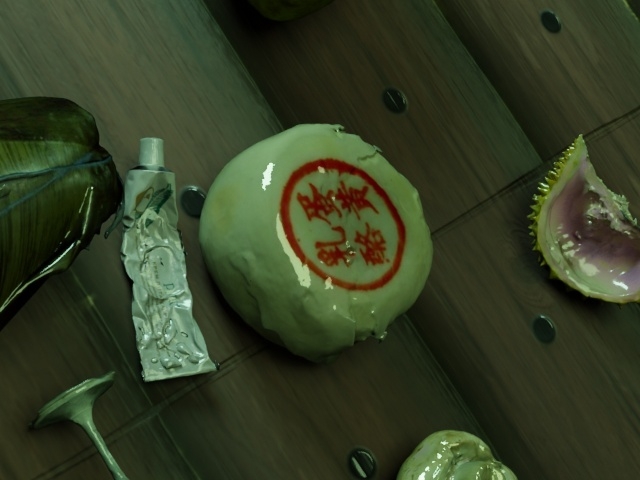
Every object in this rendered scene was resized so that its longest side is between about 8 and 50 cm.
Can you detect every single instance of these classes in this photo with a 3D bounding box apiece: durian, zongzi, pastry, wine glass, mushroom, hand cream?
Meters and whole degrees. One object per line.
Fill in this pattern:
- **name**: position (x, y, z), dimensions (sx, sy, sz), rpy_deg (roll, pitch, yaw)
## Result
- **durian**: position (0.335, -0.018, 1.683), dimensions (0.182, 0.132, 0.165), rpy_deg (29, 63, -22)
- **zongzi**: position (-0.327, 0.094, 1.191), dimensions (0.403, 0.208, 0.432), rpy_deg (-14, 89, -43)
- **pastry**: position (-0.001, -0.002, 1.465), dimensions (0.265, 0.133, 0.265), rpy_deg (17, 57, -29)
- **wine glass**: position (-0.186, 0.220, 1.258), dimensions (0.122, 0.122, 0.183), rpy_deg (-26, 76, -38)
- **mushroom**: position (0.145, 0.269, 1.435), dimensions (0.148, 0.112, 0.148), rpy_deg (20, 57, -34)
- **hand cream**: position (-0.164, 0.017, 1.403), dimensions (0.084, 0.050, 0.257), rpy_deg (-2, 75, -31)

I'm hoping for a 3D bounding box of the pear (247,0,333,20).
- **pear**: position (-0.020, -0.403, 1.579), dimensions (0.253, 0.253, 0.307), rpy_deg (29, 67, -18)
